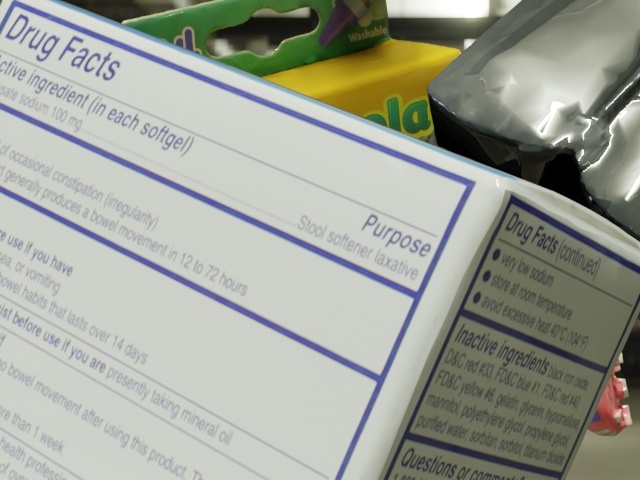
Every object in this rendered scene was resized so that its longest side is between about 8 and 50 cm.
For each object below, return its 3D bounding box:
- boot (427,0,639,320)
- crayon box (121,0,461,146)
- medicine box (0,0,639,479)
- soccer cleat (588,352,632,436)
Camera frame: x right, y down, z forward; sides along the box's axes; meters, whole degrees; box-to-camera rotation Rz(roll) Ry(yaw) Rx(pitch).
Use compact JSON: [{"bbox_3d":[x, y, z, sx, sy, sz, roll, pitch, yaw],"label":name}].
[{"bbox_3d":[0.325,-0.118,0.877,0.367,0.445,0.146,33,-24,37],"label":"boot"},{"bbox_3d":[0.000,0.000,1.079,0.203,0.323,0.083,-18,21,-30],"label":"crayon box"},{"bbox_3d":[-0.053,0.078,0.681,0.263,0.289,0.149,24,1,35],"label":"medicine box"},{"bbox_3d":[0.242,0.142,1.585,0.095,0.083,0.248,-12,1,12],"label":"soccer cleat"}]
